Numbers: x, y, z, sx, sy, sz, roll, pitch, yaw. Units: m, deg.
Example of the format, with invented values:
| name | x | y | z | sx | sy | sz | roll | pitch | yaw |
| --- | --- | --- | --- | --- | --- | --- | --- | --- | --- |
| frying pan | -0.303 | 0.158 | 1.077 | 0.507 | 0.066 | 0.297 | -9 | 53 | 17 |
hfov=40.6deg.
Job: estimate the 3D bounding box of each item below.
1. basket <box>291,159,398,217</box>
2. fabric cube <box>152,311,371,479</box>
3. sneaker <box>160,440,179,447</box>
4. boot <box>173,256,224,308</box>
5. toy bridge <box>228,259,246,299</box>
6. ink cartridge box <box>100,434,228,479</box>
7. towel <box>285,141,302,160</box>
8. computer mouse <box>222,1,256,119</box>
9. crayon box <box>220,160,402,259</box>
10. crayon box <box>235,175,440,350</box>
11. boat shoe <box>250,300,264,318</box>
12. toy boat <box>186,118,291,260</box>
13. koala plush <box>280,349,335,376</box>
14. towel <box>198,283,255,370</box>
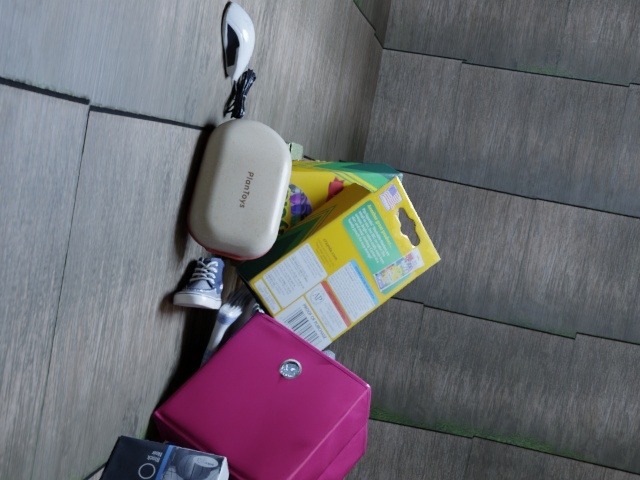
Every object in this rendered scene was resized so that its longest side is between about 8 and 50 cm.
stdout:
| name | x | y | z | sx | sy | sz | roll | pitch | yaw |
| --- | --- | --- | --- | --- | --- | --- | --- | --- | --- |
| basket | 0.014 | -0.042 | 1.838 | 0.213 | 0.299 | 0.223 | -64 | 159 | -69 |
| fabric cube | -0.093 | 0.331 | 1.482 | 0.258 | 0.254 | 0.259 | -43 | 152 | -30 |
| sneaker | -0.237 | 0.447 | 1.301 | 0.102 | 0.146 | 0.293 | 92 | 13 | -46 |
| boot | -0.196 | 0.067 | 1.413 | 0.190 | 0.069 | 0.086 | 107 | -10 | -85 |
| toy bridge | -0.158 | 0.033 | 1.715 | 0.063 | 0.026 | 0.188 | -67 | 165 | -64 |
| ink cartridge box | -0.248 | 0.428 | 1.147 | 0.065 | 0.165 | 0.333 | 91 | 12 | -48 |
| towel | -0.071 | -0.178 | 2.029 | 0.148 | 0.027 | 0.110 | -25 | 124 | -78 |
| computer mouse | -0.130 | -0.302 | 1.432 | 0.193 | 0.042 | 0.106 | 91 | 14 | -49 |
| crayon box | -0.017 | -0.042 | 1.613 | 0.081 | 0.318 | 0.202 | -134 | -133 | -62 |
| crayon box | 0.036 | 0.043 | 1.563 | 0.203 | 0.323 | 0.083 | 59 | -11 | -28 |
| boat shoe | -0.119 | 0.165 | 1.842 | 0.340 | 0.113 | 0.127 | -50 | 150 | -73 |
| toy boat | -0.141 | -0.082 | 1.422 | 0.151 | 0.151 | 0.231 | -14 | -119 | 66 |
| koala plush | -0.066 | 0.237 | 2.062 | 0.203 | 0.196 | 0.221 | -35 | 139 | -64 |
| towel | -0.182 | 0.217 | 1.583 | 0.209 | 0.034 | 0.285 | -49 | 161 | -72 |
